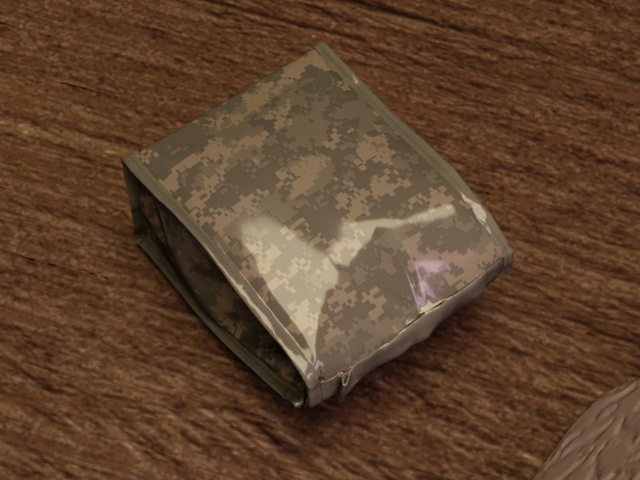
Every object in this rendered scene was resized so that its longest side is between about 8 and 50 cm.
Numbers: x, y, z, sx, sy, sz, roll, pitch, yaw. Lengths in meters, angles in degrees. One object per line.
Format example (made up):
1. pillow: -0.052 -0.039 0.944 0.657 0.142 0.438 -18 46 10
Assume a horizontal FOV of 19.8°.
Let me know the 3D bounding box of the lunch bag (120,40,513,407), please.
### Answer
1. lunch bag: 0.000 0.000 1.650 0.235 0.169 0.287 -33 61 -19

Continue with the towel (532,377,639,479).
1. towel: 0.240 0.215 1.451 0.053 0.332 0.317 44 67 -8
